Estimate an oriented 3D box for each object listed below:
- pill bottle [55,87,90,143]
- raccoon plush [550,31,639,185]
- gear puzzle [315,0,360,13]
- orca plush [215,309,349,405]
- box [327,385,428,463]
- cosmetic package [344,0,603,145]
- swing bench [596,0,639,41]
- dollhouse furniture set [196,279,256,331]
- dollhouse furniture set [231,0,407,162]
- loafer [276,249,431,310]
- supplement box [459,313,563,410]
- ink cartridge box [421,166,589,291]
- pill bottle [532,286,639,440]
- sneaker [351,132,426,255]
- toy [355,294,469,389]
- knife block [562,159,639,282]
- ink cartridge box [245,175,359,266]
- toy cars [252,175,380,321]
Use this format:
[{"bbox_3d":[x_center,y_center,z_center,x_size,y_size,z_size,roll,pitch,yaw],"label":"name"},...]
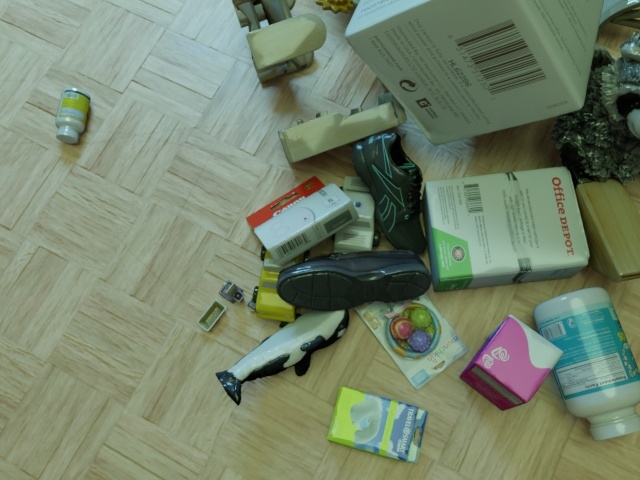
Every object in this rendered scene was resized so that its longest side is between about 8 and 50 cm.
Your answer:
[{"bbox_3d":[-0.569,-0.284,1.510,0.065,0.065,0.116,5,73,5],"label":"pill bottle"},{"bbox_3d":[0.564,-0.329,1.252,0.216,0.299,0.447,-3,51,-5],"label":"raccoon plush"},{"bbox_3d":[0.079,-0.603,1.504,0.175,0.044,0.339,27,49,12],"label":"gear puzzle"},{"bbox_3d":[-0.053,0.235,1.292,0.287,0.151,0.102,-36,113,-31],"label":"orca plush"},{"bbox_3d":[0.111,0.357,1.276,0.178,0.042,0.109,13,74,8],"label":"box"},{"bbox_3d":[0.315,-0.456,1.270,0.327,0.329,0.394,-9,48,44],"label":"cosmetic package"},{"bbox_3d":[0.742,-0.592,1.469,0.254,0.165,0.253,3,73,5],"label":"swing bench"},{"bbox_3d":[-0.195,0.140,1.343,0.091,0.081,0.114,35,78,13],"label":"dollhouse furniture set"},{"bbox_3d":[-0.012,-0.390,1.367,0.256,0.362,0.394,-19,100,-1],"label":"dollhouse furniture set"},{"bbox_3d":[0.061,0.069,1.295,0.302,0.109,0.095,-2,36,-8],"label":"loafer"},{"bbox_3d":[0.342,0.229,1.207,0.114,0.220,0.111,37,78,13],"label":"supplement box"},{"bbox_3d":[0.363,-0.019,1.335,0.289,0.121,0.211,-5,72,2],"label":"ink cartridge box"},{"bbox_3d":[0.508,0.231,1.235,0.146,0.146,0.264,-14,73,-1],"label":"pill bottle"},{"bbox_3d":[0.159,-0.092,1.336,0.106,0.101,0.267,-21,101,35],"label":"sneaker"},{"bbox_3d":[0.174,0.162,1.326,0.137,0.056,0.237,-36,74,-7],"label":"toy"},{"bbox_3d":[0.548,-0.067,1.283,0.088,0.276,0.242,-11,102,1],"label":"knife block"},{"bbox_3d":[-0.053,-0.062,1.343,0.189,0.066,0.232,-31,39,-7],"label":"ink cartridge box"},{"bbox_3d":[0.000,0.000,1.355,0.393,0.087,0.176,-39,70,-14],"label":"toy cars"}]
